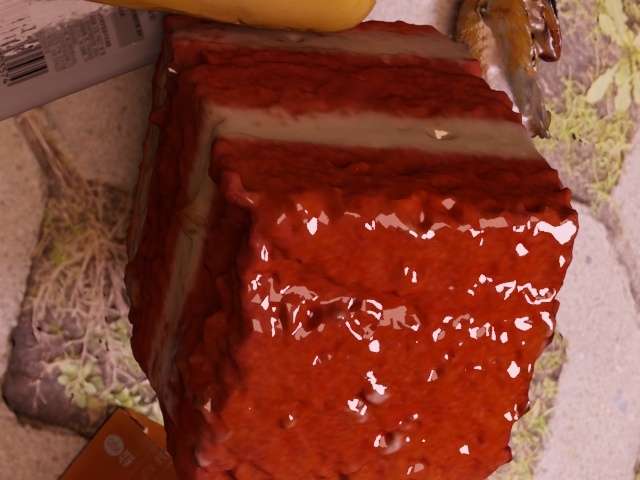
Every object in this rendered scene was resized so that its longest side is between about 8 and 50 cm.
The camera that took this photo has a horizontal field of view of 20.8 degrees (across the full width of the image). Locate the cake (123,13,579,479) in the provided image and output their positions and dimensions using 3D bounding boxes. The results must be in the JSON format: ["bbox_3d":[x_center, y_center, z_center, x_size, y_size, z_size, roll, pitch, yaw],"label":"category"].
[{"bbox_3d":[0.000,0.000,1.332,0.270,0.319,0.269,2,124,-20],"label":"cake"}]

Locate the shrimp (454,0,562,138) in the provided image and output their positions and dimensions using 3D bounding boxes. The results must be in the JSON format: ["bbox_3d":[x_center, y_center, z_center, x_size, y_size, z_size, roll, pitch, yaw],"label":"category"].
[{"bbox_3d":[0.185,-0.111,1.553,0.117,0.066,0.262,-20,112,-19],"label":"shrimp"}]

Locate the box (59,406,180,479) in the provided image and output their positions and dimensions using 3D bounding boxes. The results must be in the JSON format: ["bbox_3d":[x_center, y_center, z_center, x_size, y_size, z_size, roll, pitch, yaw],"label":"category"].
[{"bbox_3d":[-0.182,0.324,1.400,0.143,0.225,0.341,43,84,-25],"label":"box"}]

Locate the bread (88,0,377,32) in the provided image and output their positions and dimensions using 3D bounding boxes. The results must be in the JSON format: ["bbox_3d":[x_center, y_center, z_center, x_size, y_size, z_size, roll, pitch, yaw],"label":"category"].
[{"bbox_3d":[-0.096,-0.212,1.265,0.305,0.142,0.091,7,79,-14],"label":"bread"}]

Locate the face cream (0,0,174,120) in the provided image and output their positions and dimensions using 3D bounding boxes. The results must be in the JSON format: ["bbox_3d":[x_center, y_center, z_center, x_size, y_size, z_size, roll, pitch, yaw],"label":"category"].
[{"bbox_3d":[-0.164,-0.202,1.366,0.291,0.071,0.144,-25,111,-17],"label":"face cream"}]
